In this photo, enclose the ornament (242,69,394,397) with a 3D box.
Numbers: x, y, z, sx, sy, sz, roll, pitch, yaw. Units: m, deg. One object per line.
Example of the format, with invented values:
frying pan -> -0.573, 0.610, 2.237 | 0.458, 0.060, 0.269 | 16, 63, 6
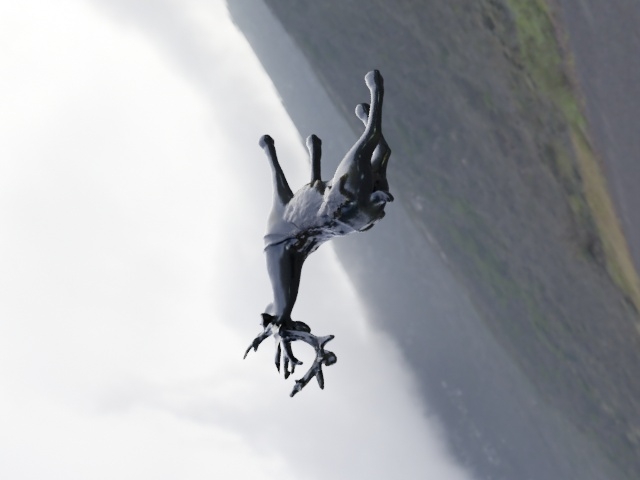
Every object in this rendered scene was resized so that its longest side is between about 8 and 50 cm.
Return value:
ornament -> 0.000, 0.000, 0.402 | 0.028, 0.073, 0.125 | 29, -128, -36
